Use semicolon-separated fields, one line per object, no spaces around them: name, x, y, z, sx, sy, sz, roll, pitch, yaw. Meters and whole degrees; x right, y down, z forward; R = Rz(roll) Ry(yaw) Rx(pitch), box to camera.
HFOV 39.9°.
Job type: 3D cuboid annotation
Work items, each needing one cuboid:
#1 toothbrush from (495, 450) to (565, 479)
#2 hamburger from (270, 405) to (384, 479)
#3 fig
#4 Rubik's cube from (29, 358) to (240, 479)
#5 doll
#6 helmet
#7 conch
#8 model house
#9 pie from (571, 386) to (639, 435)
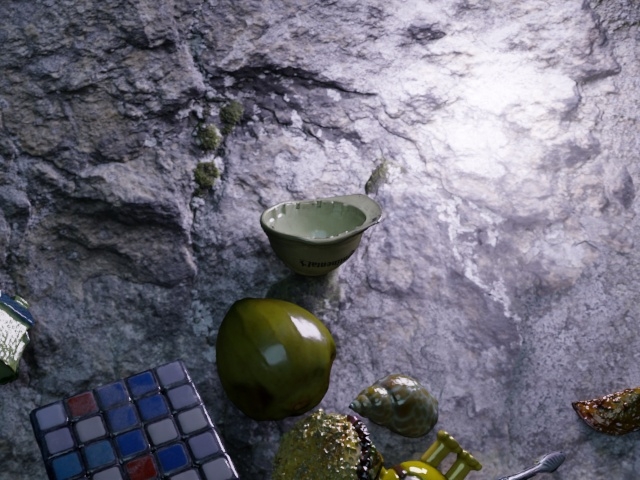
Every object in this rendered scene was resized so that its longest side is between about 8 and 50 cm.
toothbrush;0.295;0.466;1.611;0.413;0.042;0.035;-15;75;-29
hamburger;0.003;0.431;1.615;0.243;0.138;0.261;-60;31;1
fig;-0.098;0.216;1.729;0.239;0.239;0.271;-30;59;-8
Rubik's cube;-0.320;0.436;1.564;0.293;0.292;0.287;-16;48;-21
doll;0.139;0.515;1.636;0.199;0.145;0.363;44;80;-2
helmet;0.004;0.003;1.866;0.257;0.137;0.204;-6;28;-7
conch;0.156;0.323;1.741;0.173;0.106;0.116;33;92;2
model house;-0.708;0.177;1.831;0.214;0.195;0.189;38;47;-26
pie;0.603;0.335;1.740;0.191;0.033;0.088;-16;71;-3
